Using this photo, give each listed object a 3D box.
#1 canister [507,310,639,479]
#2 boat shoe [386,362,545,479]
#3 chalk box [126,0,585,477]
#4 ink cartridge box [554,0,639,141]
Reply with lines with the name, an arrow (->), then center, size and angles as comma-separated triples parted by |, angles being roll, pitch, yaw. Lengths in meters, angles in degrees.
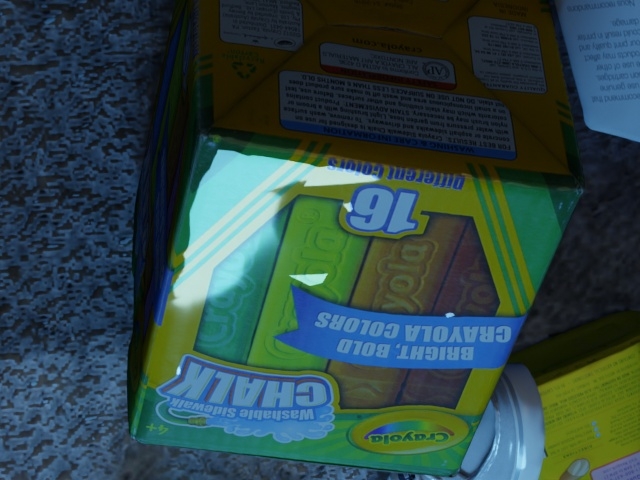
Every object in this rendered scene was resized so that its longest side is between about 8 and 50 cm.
canister -> 0.168, 0.140, 1.142 | 0.126, 0.073, 0.170 | -22, 104, -2
boat shoe -> 0.069, 0.129, 1.087 | 0.063, 0.184, 0.066 | -6, 63, -23
chalk box -> 0.000, 0.000, 1.001 | 0.180, 0.179, 0.289 | 6, 136, -10
ink cartridge box -> 0.238, -0.182, 1.002 | 0.324, 0.071, 0.330 | -26, 108, -37
